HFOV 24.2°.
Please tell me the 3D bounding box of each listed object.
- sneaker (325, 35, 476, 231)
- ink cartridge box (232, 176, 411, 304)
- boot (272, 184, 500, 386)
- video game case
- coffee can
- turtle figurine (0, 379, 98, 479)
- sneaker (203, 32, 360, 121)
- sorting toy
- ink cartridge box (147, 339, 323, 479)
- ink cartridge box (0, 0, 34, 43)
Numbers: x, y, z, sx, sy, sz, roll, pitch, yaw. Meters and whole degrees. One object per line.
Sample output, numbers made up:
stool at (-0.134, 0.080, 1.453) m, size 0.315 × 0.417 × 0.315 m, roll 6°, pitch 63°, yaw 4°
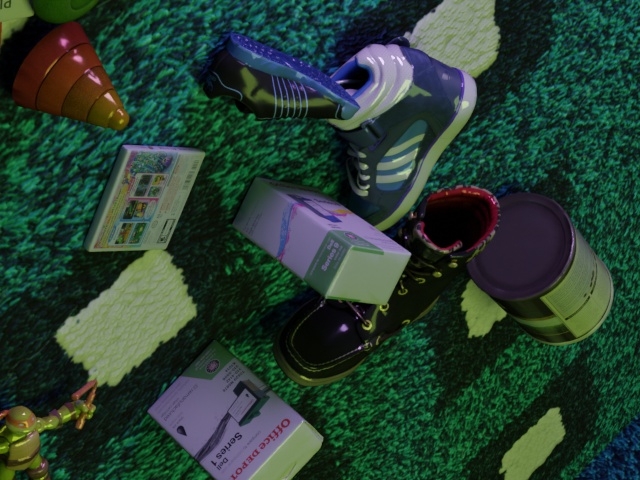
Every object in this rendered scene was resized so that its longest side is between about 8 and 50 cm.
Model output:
sneaker at (0.058, -0.157, 2.209) m, size 0.236 × 0.130 × 0.323 m, roll 13°, pitch 130°, yaw -31°
ink cartridge box at (0.000, 0.000, 2.175) m, size 0.154 × 0.212 × 0.093 m, roll 9°, pitch 111°, yaw -52°
boot at (0.110, 0.066, 2.352) m, size 0.377 × 0.138 × 0.284 m, roll -25°, pitch 162°, yaw -40°
video game case at (-0.237, -0.056, 2.014) m, size 0.143 × 0.019 × 0.157 m, roll -1°, pitch 123°, yaw -49°
coffee can at (0.401, 0.057, 2.715) m, size 0.201 × 0.201 × 0.275 m, roll -51°, pitch 147°, yaw -1°
turtle figurine at (-0.426, 0.297, 2.057) m, size 0.269 × 0.087 × 0.217 m, roll -35°, pitch 151°, yaw -38°
sneaker at (-0.054, -0.199, 2.021) m, size 0.232 × 0.081 × 0.090 m, roll 22°, pitch 112°, yaw -35°
sorting toy at (-0.235, -0.246, 1.648) m, size 0.127 × 0.126 × 0.365 m, roll -43°, pitch 166°, yaw -42°
ink cartridge box at (-0.129, 0.283, 2.276) m, size 0.160 × 0.219 × 0.092 m, roll -47°, pitch 147°, yaw -7°
ink cartridge box at (-0.440, -0.230, 1.566) m, size 0.296 × 0.066 × 0.261 m, roll -20°, pitch 134°, yaw -39°
